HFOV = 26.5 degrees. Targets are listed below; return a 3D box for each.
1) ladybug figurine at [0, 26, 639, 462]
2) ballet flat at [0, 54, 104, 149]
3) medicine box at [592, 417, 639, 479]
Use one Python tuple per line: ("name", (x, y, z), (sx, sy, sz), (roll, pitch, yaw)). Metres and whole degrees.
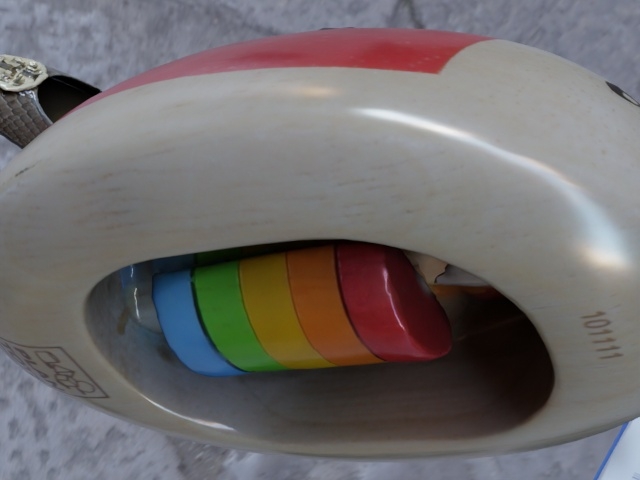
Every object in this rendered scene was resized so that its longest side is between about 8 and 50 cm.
("ladybug figurine", (0.000, 0.000, 0.753), (0.449, 0.305, 0.162), (-4, 51, 26))
("ballet flat", (-0.142, -0.074, 0.988), (0.250, 0.058, 0.084), (30, 45, -1))
("medicine box", (0.325, 0.362, 1.330), (0.149, 0.289, 0.263), (19, 55, 29))
